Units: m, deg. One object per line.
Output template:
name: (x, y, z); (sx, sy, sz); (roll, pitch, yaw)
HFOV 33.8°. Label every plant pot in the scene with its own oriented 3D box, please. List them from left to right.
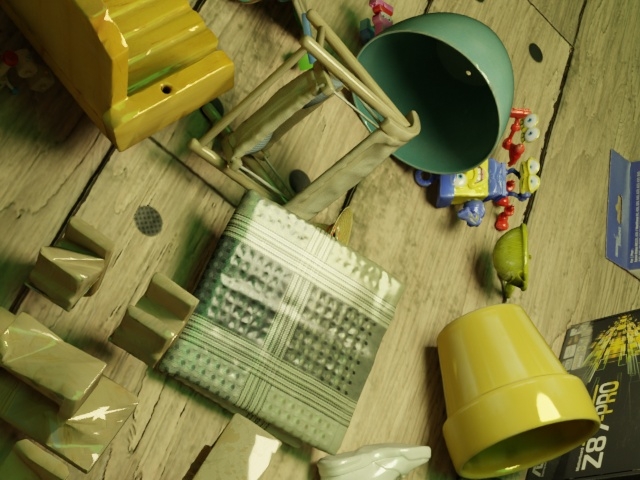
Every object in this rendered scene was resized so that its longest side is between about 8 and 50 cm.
plant pot: (0.227, -0.292, 1.878); (0.290, 0.290, 0.195); (51, 52, -13)
plant pot: (0.313, 0.247, 1.789); (0.254, 0.254, 0.239); (8, 54, -39)

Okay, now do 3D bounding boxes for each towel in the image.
towel: (-0.049, 0.129, 1.590); (0.324, 0.056, 0.312); (32, 70, -23)

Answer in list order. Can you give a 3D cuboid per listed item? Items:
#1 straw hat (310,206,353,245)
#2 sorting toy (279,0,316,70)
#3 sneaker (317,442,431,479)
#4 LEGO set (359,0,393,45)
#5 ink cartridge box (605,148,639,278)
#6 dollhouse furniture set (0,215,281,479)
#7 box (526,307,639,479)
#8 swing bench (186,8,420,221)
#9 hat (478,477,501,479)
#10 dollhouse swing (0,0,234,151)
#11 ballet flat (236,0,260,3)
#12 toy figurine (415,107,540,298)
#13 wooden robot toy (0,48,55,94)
straw hat: (0.000, 0.000, 1.723); (0.061, 0.144, 0.144); (17, 51, 14)
sorting toy: (-0.054, -0.454, 1.818); (0.047, 0.196, 0.347); (-9, 74, 3)
sneaker: (0.086, 0.372, 1.652); (0.212, 0.080, 0.094); (-4, 87, -35)
LEGO set: (0.149, -0.357, 1.995); (0.227, 0.087, 0.093); (22, 62, -41)
ink cartridge box: (0.782, -0.029, 2.423); (0.307, 0.072, 0.303); (31, 55, -30)
dollhouse furniture set: (-0.285, 0.249, 1.318); (0.394, 0.256, 0.362); (34, 50, 0)
box: (0.565, 0.295, 1.923); (0.097, 0.318, 0.395); (43, 51, -21)
swing bench: (-0.020, -0.166, 1.618); (0.255, 0.253, 0.165); (44, 23, -18)
hat: (0.320, 0.540, 1.736); (0.331, 0.134, 0.331); (17, 63, -36)
dollhouse swing: (-0.277, -0.354, 1.405); (0.315, 0.305, 0.347); (-36, 84, -32)
ballet flat: (-0.181, -0.560, 1.780); (0.342, 0.116, 0.124); (54, 29, -12)
toy figurine: (0.280, -0.079, 1.992); (0.217, 0.191, 0.362); (6, 73, -7)
wooden robot toy: (-0.447, -0.252, 1.440); (0.173, 0.076, 0.079); (-4, 62, -45)
